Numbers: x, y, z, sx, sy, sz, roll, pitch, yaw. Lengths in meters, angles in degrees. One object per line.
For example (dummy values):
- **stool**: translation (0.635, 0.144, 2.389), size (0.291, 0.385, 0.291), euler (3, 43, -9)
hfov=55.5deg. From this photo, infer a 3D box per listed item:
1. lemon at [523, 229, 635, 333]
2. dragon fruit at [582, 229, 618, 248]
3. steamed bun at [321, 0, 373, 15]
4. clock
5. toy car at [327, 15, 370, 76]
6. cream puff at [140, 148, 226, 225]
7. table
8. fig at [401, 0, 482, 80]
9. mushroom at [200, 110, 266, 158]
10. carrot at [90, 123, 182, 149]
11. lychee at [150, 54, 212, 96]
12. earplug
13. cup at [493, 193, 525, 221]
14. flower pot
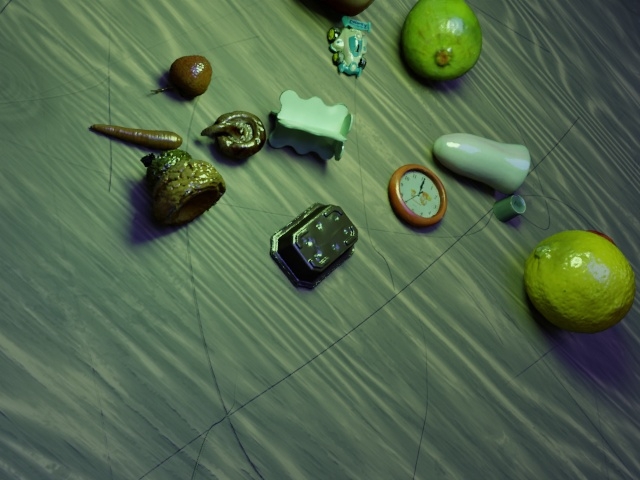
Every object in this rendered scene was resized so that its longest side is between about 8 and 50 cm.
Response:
- **lemon**: translation (0.810, 0.128, 1.905), size (0.336, 0.336, 0.335), euler (10, 68, -27)
- **dragon fruit**: translation (0.933, 0.053, 2.092), size (0.210, 0.172, 0.172), euler (30, 60, -11)
- **steamed bun**: translation (0.070, -0.839, 1.847), size (0.235, 0.248, 0.379), euler (22, 47, -20)
- **clock**: translation (0.298, -0.137, 1.855), size (0.205, 0.051, 0.205), euler (10, 68, -26)
- **toy car**: translation (0.098, -0.599, 1.874), size (0.126, 0.098, 0.161), euler (6, 69, -27)
- **cream puff**: translation (-0.339, -0.143, 1.429), size (0.183, 0.183, 0.169), euler (-29, 77, -34)
- **table**: translation (-0.034, -0.315, 1.671), size (0.199, 0.166, 0.166), euler (11, 68, -19)
- **fig**: translation (0.388, -0.681, 1.993), size (0.258, 0.258, 0.326), euler (17, 47, -25)
- **mushroom**: translation (-0.227, -0.275, 1.584), size (0.171, 0.080, 0.135), euler (0, 61, -29)
- **carrot**: translation (-0.444, -0.255, 1.475), size (0.216, 0.048, 0.048), euler (7, 70, -23)
- **lychee**: translation (-0.345, -0.421, 1.560), size (0.114, 0.140, 0.101), euler (34, 44, -62)
- **earplug**: translation (0.499, -0.266, 1.962), size (0.302, 0.172, 0.172), euler (13, 67, -20)
- **cup**: translation (0.634, -0.119, 2.029), size (0.078, 0.077, 0.100), euler (33, 59, -17)
- **flower pot**: translation (0.000, 0.000, 1.615), size (0.251, 0.084, 0.178), euler (-40, 95, -34)
